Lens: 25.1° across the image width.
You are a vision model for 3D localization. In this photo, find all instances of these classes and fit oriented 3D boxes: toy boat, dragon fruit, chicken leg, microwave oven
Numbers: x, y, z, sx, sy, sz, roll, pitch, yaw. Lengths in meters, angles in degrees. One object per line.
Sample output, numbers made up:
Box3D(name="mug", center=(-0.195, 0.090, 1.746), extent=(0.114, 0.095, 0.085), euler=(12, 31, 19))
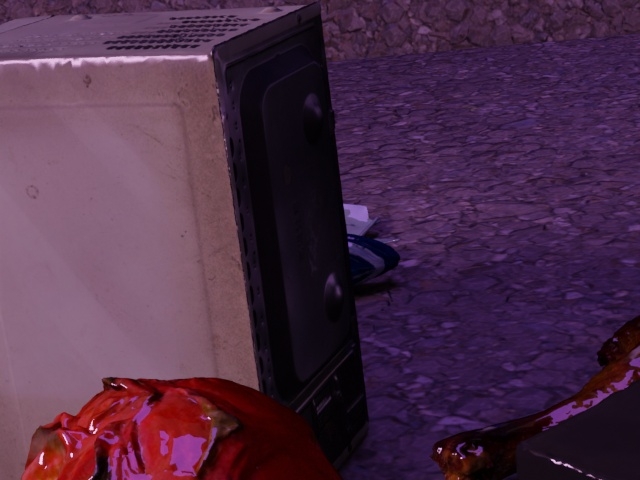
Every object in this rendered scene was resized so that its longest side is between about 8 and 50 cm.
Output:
Box3D(name="toy boat", center=(0.021, 0.006, 1.755), extent=(0.210, 0.070, 0.291), euler=(11, 21, 38))
Box3D(name="dragon fruit", center=(-0.078, 0.200, 0.840), extent=(0.241, 0.252, 0.241), euler=(-32, -2, -2))
Box3D(name="chicken leg", center=(0.267, 0.124, 1.239), extent=(0.407, 0.096, 0.158), euler=(-23, 19, -38))
Box3D(name="microwave oven", center=(-0.146, 0.012, 1.221), extent=(0.333, 0.394, 0.247), euler=(1, 18, 20))

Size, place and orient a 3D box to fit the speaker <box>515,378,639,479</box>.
Box3D(name="speaker", center=(0.240, 0.208, 0.688), extent=(0.184, 0.254, 0.232), euler=(-19, 21, -34))
